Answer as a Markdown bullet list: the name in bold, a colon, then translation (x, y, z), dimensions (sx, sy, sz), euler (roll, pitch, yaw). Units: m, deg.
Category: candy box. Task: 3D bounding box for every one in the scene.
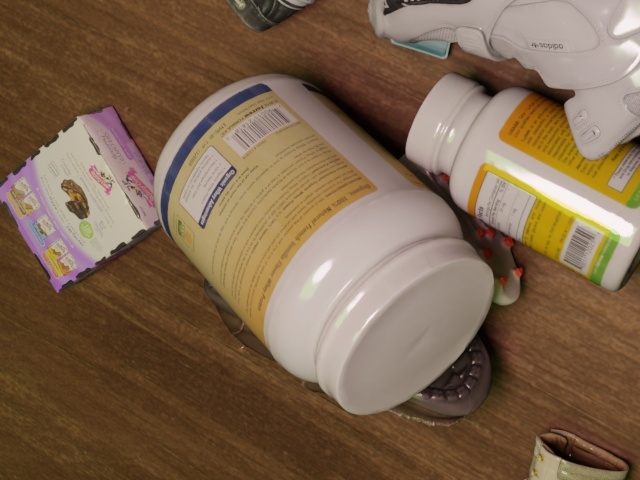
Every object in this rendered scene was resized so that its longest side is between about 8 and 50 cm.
- **candy box**: translation (-0.302, -0.051, 1.443), dimensions (0.196, 0.070, 0.165), euler (-31, 90, 35)

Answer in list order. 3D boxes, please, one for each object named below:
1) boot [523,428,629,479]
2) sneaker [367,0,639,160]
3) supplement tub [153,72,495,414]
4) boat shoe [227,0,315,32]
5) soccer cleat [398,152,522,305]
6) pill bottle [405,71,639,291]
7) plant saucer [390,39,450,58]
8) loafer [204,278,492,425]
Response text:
- **boot**: translation (0.225, 0.283, 1.250), dimensions (0.213, 0.077, 0.165), euler (14, 114, 20)
- **sneaker**: translation (0.199, -0.178, 1.016), dimensions (0.366, 0.137, 0.210), euler (-8, 106, 50)
- **supplement tub**: translation (0.000, 0.000, 1.140), dimensions (0.316, 0.228, 0.228), euler (46, 126, 33)
- **boat shoe**: translation (-0.133, -0.369, 1.200), dimensions (0.119, 0.121, 0.335), euler (-35, 90, 30)
- **soccer cleat**: translation (0.143, -0.011, 1.204), dimensions (0.076, 0.068, 0.196), euler (-40, 78, 39)
- **pill bottle**: translation (0.212, -0.066, 1.096), dimensions (0.246, 0.136, 0.136), euler (31, 120, 18)
- **plant saucer**: translation (0.121, -0.285, 1.144), dimensions (0.067, 0.018, 0.192), euler (22, 118, 22)
- **loafer**: translation (0.035, 0.114, 1.288), dimensions (0.366, 0.134, 0.130), euler (25, 145, 32)
